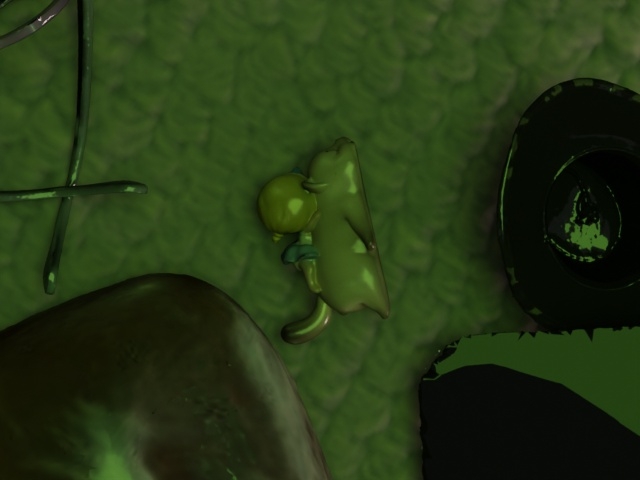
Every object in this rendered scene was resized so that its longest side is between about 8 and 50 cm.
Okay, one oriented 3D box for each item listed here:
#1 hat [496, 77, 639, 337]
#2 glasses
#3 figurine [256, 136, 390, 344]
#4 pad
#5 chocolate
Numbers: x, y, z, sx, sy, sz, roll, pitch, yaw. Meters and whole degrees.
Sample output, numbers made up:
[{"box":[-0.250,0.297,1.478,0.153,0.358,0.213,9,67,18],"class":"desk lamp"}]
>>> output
[{"box":[0.120,-0.014,0.812,0.121,0.050,0.121,-2,98,-18],"class":"hat"},{"box":[-0.129,-0.038,0.766,0.140,0.062,0.103,-41,120,-11],"class":"glasses"},{"box":[0.000,0.000,0.788,0.051,0.047,0.083,-12,87,-3],"class":"figurine"},{"box":[0.209,0.155,0.825,0.323,0.055,0.249,-4,94,-16],"class":"pad"},{"box":[-0.052,0.142,0.750,0.157,0.080,0.254,-23,94,-14],"class":"chocolate"}]
